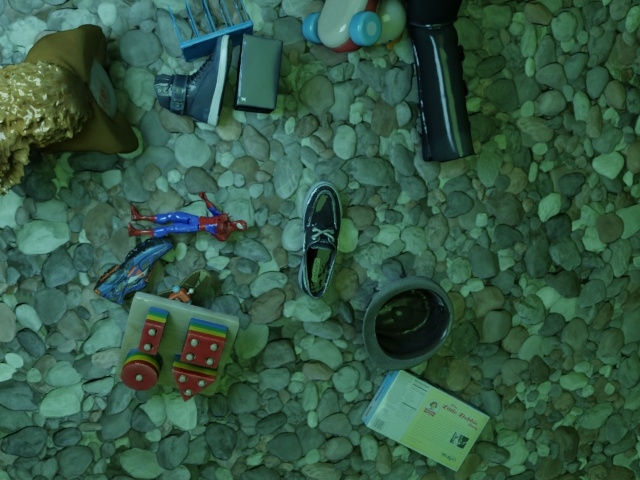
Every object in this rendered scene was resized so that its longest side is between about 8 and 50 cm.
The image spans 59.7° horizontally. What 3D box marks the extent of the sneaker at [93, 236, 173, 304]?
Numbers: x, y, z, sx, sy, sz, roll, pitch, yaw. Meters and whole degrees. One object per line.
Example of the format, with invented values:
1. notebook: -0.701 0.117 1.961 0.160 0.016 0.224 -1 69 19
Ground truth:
1. sneaker: -0.446 0.072 1.369 0.221 0.083 0.087 -38 117 2

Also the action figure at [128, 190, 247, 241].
1. action figure: -0.313 -0.062 1.337 0.280 0.092 0.139 4 142 -13

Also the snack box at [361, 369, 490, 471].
1. snack box: 0.300 0.500 1.575 0.321 0.060 0.187 30 92 -13

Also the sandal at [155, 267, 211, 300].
1. sandal: -0.344 0.122 1.397 0.180 0.049 0.072 -36 116 15

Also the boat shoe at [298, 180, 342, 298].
1. boat shoe: 0.000 0.000 1.421 0.108 0.102 0.302 9 97 -12

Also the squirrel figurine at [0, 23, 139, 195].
1. squirrel figurine: -0.625 -0.249 1.127 0.370 0.397 0.281 -13 111 4

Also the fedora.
1. fedora: 0.214 0.208 1.481 0.275 0.124 0.244 -22 104 -15

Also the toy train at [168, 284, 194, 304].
1. toy train: -0.340 0.194 1.384 0.125 0.046 0.166 -23 120 14

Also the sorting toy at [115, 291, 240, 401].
1. sorting toy: -0.355 0.280 1.357 0.256 0.089 0.256 16 118 -13

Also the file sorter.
1. file sorter: -0.254 -0.503 1.289 0.170 0.118 0.105 -21 96 -7

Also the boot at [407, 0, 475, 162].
1. boot: 0.284 -0.403 1.290 0.146 0.367 0.446 -4 100 7

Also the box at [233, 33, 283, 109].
1. box: -0.148 -0.384 1.306 0.093 0.158 0.156 5 98 -12

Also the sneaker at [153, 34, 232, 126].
1. sneaker: -0.295 -0.380 1.280 0.163 0.086 0.226 16 128 -10

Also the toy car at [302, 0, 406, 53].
1. toy car: 0.124 -0.525 1.345 0.237 0.219 0.211 17 96 -41
